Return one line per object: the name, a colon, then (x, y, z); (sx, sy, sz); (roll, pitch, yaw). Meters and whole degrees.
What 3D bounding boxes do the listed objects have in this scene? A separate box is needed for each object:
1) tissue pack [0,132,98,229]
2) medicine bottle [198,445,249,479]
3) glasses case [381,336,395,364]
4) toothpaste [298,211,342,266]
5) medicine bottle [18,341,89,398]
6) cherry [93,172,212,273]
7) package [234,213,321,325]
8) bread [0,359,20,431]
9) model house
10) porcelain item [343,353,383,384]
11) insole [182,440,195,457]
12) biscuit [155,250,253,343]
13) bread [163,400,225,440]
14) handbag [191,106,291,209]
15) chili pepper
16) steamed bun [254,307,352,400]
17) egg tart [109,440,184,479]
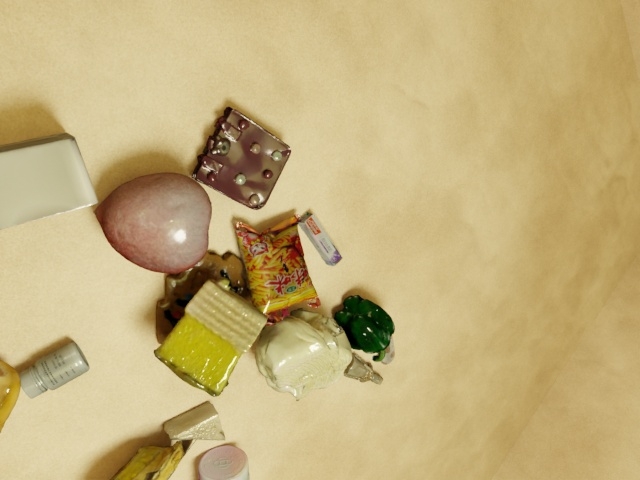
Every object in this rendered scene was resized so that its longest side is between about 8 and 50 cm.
tissue pack: (-0.589, -0.114, 0.912); (0.246, 0.159, 0.135); (-21, 115, -27)
medicine bottle: (-0.288, 0.771, 1.425); (0.152, 0.152, 0.253); (-10, 112, -32)
glasses case: (0.236, 0.382, 1.722); (0.063, 0.041, 0.164); (-25, 118, -25)
toothpaste: (0.000, 0.000, 1.431); (0.047, 0.040, 0.196); (-45, 125, -16)
medicine bottle: (-0.612, 0.299, 1.085); (0.130, 0.080, 0.080); (-30, 121, -23)
cherry: (-0.366, -0.038, 1.060); (0.240, 0.206, 0.239); (-22, 130, -29)
package: (-0.117, 0.076, 1.311); (0.224, 0.108, 0.287); (-12, 93, -38)
bread: (-0.751, 0.400, 1.006); (0.142, 0.091, 0.305); (26, 92, 6)
model house: (-0.254, 0.223, 1.154); (0.194, 0.175, 0.234); (34, 92, 1)
porcelain item: (0.158, 0.476, 1.694); (0.213, 0.054, 0.084); (37, 85, -38)
insole: (-0.426, 0.661, 1.348); (0.005, 0.086, 0.253); (39, 86, 4)
biscuit: (-0.319, 0.164, 1.263); (0.301, 0.043, 0.278); (-51, 126, -9)
bread: (-0.357, 0.544, 1.347); (0.152, 0.077, 0.105); (-19, 115, -27)
handbag: (-0.198, -0.203, 1.203); (0.216, 0.074, 0.203); (29, 88, -37)
chili pepper: (0.160, 0.300, 1.571); (0.261, 0.174, 0.165); (49, 51, -34)
steamed bun: (-0.061, 0.316, 1.397); (0.275, 0.206, 0.320); (-29, 144, -5)
egg tart: (-0.478, 0.630, 1.216); (0.115, 0.290, 0.290); (42, 78, -1)
